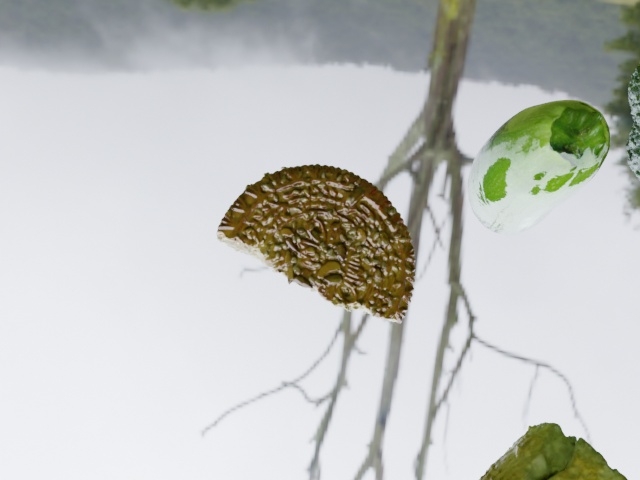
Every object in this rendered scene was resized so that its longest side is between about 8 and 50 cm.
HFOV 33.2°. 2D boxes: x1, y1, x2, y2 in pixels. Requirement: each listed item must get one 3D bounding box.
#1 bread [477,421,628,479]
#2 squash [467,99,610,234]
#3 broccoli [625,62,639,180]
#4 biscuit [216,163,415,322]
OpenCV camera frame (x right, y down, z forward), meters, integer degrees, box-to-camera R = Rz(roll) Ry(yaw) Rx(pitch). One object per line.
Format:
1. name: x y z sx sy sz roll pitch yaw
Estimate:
1. bread: 0.228 0.289 0.964 0.124 0.257 0.186 -34 -167 -9
2. squash: 0.168 -0.057 0.885 0.082 0.082 0.292 5 172 1
3. broccoli: 0.449 -0.101 1.052 0.297 0.297 0.297 14 -129 -18
4. biscuit: 0.011 -0.007 1.032 0.206 0.126 0.025 26 173 -15
